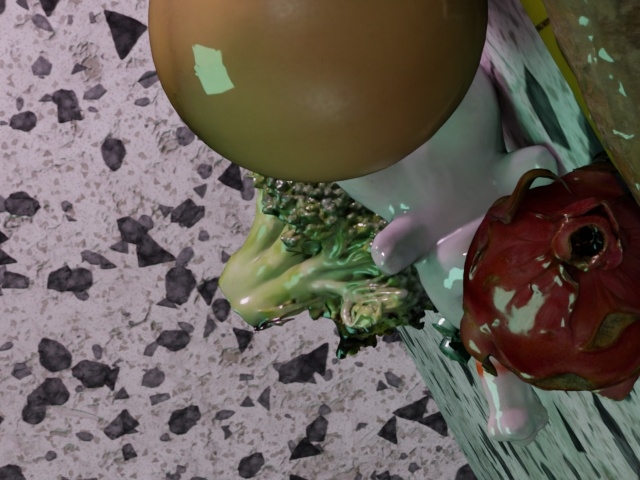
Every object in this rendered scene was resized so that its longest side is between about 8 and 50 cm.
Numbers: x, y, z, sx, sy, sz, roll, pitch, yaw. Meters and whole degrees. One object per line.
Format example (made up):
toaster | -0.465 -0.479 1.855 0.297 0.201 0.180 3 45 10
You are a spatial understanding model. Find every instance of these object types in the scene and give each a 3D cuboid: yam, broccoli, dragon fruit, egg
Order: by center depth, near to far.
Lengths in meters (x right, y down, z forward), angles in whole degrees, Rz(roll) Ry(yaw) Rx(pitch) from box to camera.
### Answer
yam | 0.122 -0.092 0.534 0.300 0.066 0.066 61 177 -24
dragon fruit | 0.138 0.025 0.764 0.166 0.133 0.136 63 -177 -71
egg | -0.005 -0.131 0.802 0.201 0.201 0.244 60 -154 -4
broccoli | 0.020 -0.014 1.707 0.334 0.272 0.324 53 -143 -5

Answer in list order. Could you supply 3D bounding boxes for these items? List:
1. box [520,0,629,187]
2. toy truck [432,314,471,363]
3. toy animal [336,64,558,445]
box | 0.134 -0.098 0.673 0.155 0.023 0.087 60 175 -2
toy truck | 0.177 0.094 1.500 0.078 0.080 0.154 31 168 16
toy animal | 0.111 -0.003 0.953 0.282 0.140 0.138 62 -173 14
